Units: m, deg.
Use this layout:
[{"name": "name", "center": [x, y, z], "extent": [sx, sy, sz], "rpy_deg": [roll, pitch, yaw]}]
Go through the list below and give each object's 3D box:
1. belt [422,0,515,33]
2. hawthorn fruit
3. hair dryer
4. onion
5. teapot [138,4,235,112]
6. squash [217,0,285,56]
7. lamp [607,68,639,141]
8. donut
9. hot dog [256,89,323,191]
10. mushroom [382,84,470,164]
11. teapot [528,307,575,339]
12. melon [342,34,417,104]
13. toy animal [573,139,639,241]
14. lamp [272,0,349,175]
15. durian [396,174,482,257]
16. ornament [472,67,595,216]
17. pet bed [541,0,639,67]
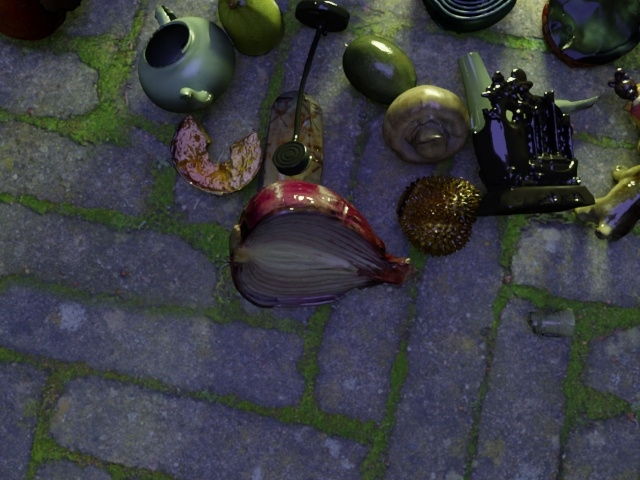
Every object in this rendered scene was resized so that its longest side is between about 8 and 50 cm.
[{"name": "belt", "center": [0.293, -0.547, 1.377], "extent": [0.206, 0.116, 0.267], "rpy_deg": [-3, 87, 6]}, {"name": "hawthorn fruit", "center": [-0.601, -0.499, 1.370], "extent": [0.251, 0.189, 0.189], "rpy_deg": [22, 86, 8]}, {"name": "hair dryer", "center": [0.380, -0.291, 1.370], "extent": [0.267, 0.092, 0.229], "rpy_deg": [-36, 91, -11]}, {"name": "onion", "center": [0.000, 0.000, 1.304], "extent": [0.349, 0.267, 0.159], "rpy_deg": [10, 46, -18]}, {"name": "teapot", "center": [-0.260, -0.340, 1.339], "extent": [0.193, 0.129, 0.294], "rpy_deg": [-29, 58, 11]}, {"name": "squash", "center": [-0.142, -0.435, 1.351], "extent": [0.123, 0.187, 0.123], "rpy_deg": [0, 88, 8]}, {"name": "lamp", "center": [0.651, -0.230, 1.342], "extent": [0.118, 0.118, 0.253], "rpy_deg": [-44, 82, -2]}, {"name": "donut", "center": [-0.204, -0.158, 1.380], "extent": [0.181, 0.078, 0.146], "rpy_deg": [14, 87, -1]}, {"name": "hot dog", "center": [-0.056, -0.178, 1.382], "extent": [0.131, 0.069, 0.252], "rpy_deg": [3, 82, 11]}, {"name": "mushroom", "center": [0.199, -0.211, 1.327], "extent": [0.166, 0.166, 0.127], "rpy_deg": [5, 52, 2]}, {"name": "teapot", "center": [0.439, 0.160, 1.341], "extent": [0.083, 0.057, 0.067], "rpy_deg": [1, 114, 8]}, {"name": "melon", "center": [0.110, -0.332, 1.365], "extent": [0.167, 0.114, 0.114], "rpy_deg": [36, 87, 6]}, {"name": "toy animal", "center": [0.585, -0.096, 1.306], "extent": [0.121, 0.168, 0.233], "rpy_deg": [44, 101, 5]}, {"name": "lamp", "center": [-0.040, -0.304, 1.313], "extent": [0.130, 0.108, 0.371], "rpy_deg": [11, 65, 23]}, {"name": "durian", "center": [0.223, -0.047, 1.328], "extent": [0.168, 0.137, 0.158], "rpy_deg": [8, 64, -6]}, {"name": "ornament", "center": [0.384, -0.177, 1.285], "extent": [0.251, 0.106, 0.260], "rpy_deg": [-2, 89, -28]}, {"name": "pet bed", "center": [0.536, -0.435, 1.390], "extent": [0.201, 0.053, 0.201], "rpy_deg": [0, 85, 1]}]
